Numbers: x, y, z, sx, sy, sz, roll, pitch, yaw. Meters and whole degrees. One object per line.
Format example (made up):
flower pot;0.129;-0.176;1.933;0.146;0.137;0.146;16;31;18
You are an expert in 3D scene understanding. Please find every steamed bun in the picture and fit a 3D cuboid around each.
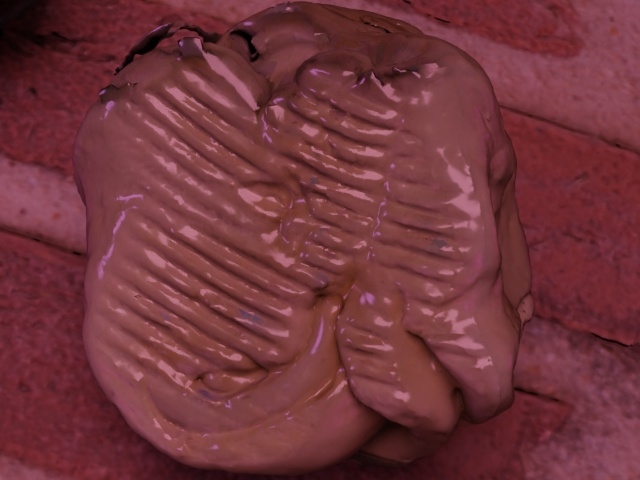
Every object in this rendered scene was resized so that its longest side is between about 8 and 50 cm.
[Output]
steamed bun;0.000;0.000;1.092;0.268;0.207;0.280;-9;89;20

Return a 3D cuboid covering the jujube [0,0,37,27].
jujube;-0.310;-0.240;1.149;0.308;0.246;0.215;25;71;1
